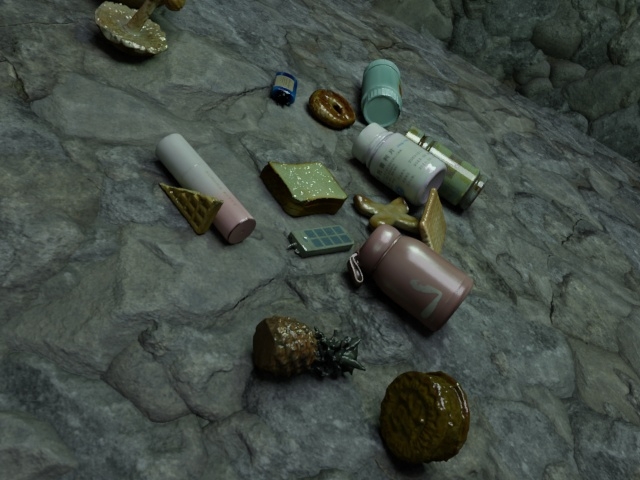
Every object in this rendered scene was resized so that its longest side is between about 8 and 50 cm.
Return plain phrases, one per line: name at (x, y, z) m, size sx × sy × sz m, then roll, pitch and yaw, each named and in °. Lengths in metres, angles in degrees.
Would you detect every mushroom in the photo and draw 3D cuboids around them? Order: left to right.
mushroom at (-0.538, -0.711, 1.951) m, size 0.233 × 0.302 × 0.208 m, roll 36°, pitch 0°, yaw -16°

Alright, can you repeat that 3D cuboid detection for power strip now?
power strip at (0.000, 0.000, 1.703) m, size 0.226 × 0.029 × 0.080 m, roll -9°, pitch 52°, yaw -43°

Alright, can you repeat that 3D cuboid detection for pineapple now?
pineapple at (-0.018, 0.230, 1.342) m, size 0.248 × 0.128 × 0.128 m, roll 13°, pitch 39°, yaw -32°

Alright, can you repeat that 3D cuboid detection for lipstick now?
lipstick at (-0.292, -0.134, 1.594) m, size 0.087 × 0.087 × 0.327 m, roll -18°, pitch 59°, yaw -47°

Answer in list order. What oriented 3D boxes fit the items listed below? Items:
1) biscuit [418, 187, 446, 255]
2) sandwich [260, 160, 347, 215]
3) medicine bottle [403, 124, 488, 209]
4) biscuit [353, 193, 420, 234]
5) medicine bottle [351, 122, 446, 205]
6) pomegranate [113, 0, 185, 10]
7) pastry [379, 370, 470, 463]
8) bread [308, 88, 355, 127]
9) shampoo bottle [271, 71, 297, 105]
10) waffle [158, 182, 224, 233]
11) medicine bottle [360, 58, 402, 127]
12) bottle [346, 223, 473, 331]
biscuit at (0.345, -0.043, 1.943) m, size 0.250 × 0.030 × 0.160 m, roll -62°, pitch 137°, yaw -54°
sandwich at (-0.043, -0.154, 1.827) m, size 0.214 × 0.065 × 0.186 m, roll -9°, pitch 53°, yaw -43°
medicine bottle at (0.412, -0.251, 2.209) m, size 0.322 × 0.151 × 0.151 m, roll 35°, pitch 35°, yaw 4°
biscuit at (0.212, -0.075, 1.938) m, size 0.207 × 0.047 × 0.164 m, roll -1°, pitch 44°, yaw -36°
medicine bottle at (0.254, -0.255, 2.074) m, size 0.293 × 0.170 × 0.170 m, roll 40°, pitch 36°, yaw 20°
pomegranate at (-0.591, -0.948, 2.130) m, size 0.409 × 0.410 × 0.410 m, roll 20°, pitch 37°, yaw -16°
pastry at (0.212, 0.360, 1.300) m, size 0.103 × 0.189 × 0.189 m, roll 15°, pitch 38°, yaw -36°
bread at (0.039, -0.471, 2.275) m, size 0.193 × 0.064 × 0.193 m, roll 23°, pitch 40°, yaw -21°
shampoo bottle at (-0.127, -0.531, 2.227) m, size 0.087 × 0.050 × 0.183 m, roll 24°, pitch 36°, yaw -16°
waffle at (-0.316, -0.118, 1.531) m, size 0.032 × 0.125 × 0.191 m, roll -16°, pitch 60°, yaw -49°
medicine bottle at (0.237, -0.569, 2.456) m, size 0.158 × 0.158 × 0.318 m, roll 24°, pitch 36°, yaw -12°
bottle at (0.225, 0.097, 1.649) m, size 0.296 × 0.173 × 0.206 m, roll 39°, pitch 69°, yaw 8°
